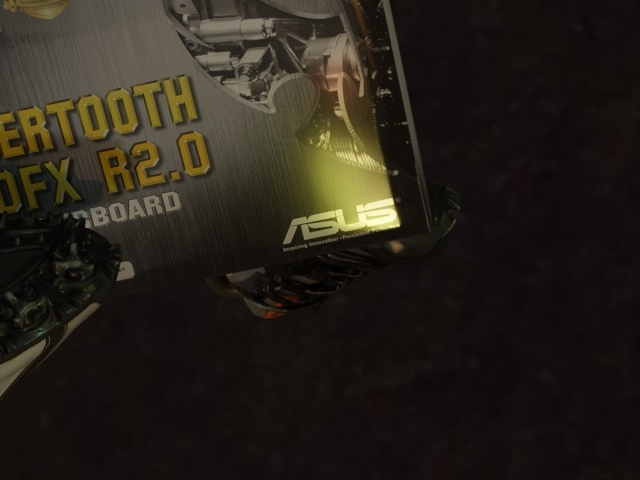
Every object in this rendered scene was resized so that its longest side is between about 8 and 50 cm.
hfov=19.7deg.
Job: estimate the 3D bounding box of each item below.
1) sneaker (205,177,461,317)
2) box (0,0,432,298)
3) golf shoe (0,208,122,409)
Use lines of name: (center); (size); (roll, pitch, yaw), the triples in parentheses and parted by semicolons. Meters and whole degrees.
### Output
sneaker: (0.000, 0.000, 1.121); (0.271, 0.100, 0.108); (7, 83, 67)
box: (-0.080, -0.071, 0.810); (0.231, 0.183, 0.056); (-11, 24, 3)
golf shoe: (-0.163, 0.063, 0.746); (0.198, 0.094, 0.077); (-35, 55, -23)
